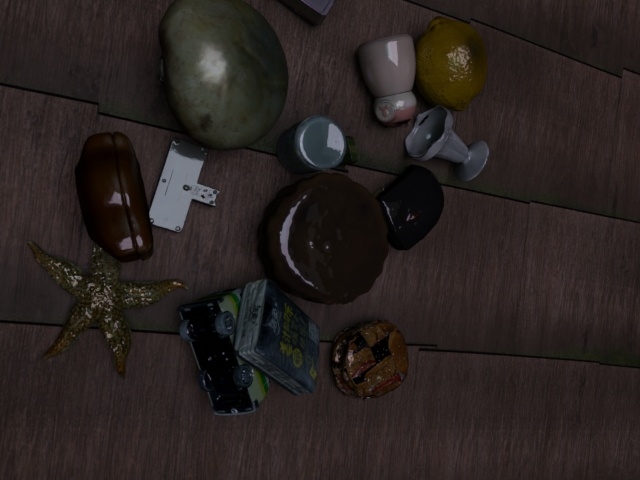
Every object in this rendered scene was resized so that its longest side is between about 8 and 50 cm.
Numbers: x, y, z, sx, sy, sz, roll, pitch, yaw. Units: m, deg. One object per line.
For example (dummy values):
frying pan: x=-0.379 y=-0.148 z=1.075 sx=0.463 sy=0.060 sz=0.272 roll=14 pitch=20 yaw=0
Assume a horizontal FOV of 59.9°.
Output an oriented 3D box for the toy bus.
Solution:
toy bus: x=-0.211 y=0.254 z=1.315 sx=0.165 sy=0.134 sz=0.276 roll=-33 pitch=109 yaw=-61

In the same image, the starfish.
starfish: x=-0.510 y=0.127 z=1.246 sx=0.358 sy=0.078 sz=0.347 roll=32 pitch=82 yaw=-20

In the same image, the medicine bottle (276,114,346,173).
medicine bottle: x=-0.027 y=-0.232 z=1.381 sx=0.135 sy=0.168 sz=0.135 roll=0 pitch=90 yaw=-22

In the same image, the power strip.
power strip: x=-0.314 y=-0.122 z=1.323 sx=0.145 sy=0.061 sz=0.215 roll=18 pitch=85 yaw=-21

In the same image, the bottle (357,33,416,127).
bottle: x=0.189 y=-0.417 z=1.485 sx=0.148 sy=0.147 sz=0.236 roll=-17 pitch=105 yaw=-21

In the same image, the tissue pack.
tissue pack: x=-0.092 y=0.233 z=1.320 sx=0.257 sy=0.081 sz=0.185 roll=49 pitch=35 yaw=-43

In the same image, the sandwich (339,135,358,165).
sandwich: x=0.083 y=-0.239 z=1.454 sx=0.074 sy=0.116 sz=0.074 roll=-13 pitch=97 yaw=-21

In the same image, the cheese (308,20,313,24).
cheese: x=-0.023 y=-0.623 z=1.455 sx=0.047 sy=0.017 sz=0.111 roll=-14 pitch=97 yaw=-18

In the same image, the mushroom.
mushroom: x=-0.224 y=-0.371 z=1.242 sx=0.352 sy=0.260 sz=0.352 roll=17 pitch=71 yaw=-62

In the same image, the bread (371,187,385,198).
bread: x=0.179 y=-0.090 z=1.533 sx=0.106 sy=0.053 sz=0.072 roll=34 pitch=55 yaw=-22

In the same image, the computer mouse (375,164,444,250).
computer mouse: x=0.258 y=-0.100 z=1.499 sx=0.269 sy=0.100 sz=0.170 roll=-43 pitch=109 yaw=-37

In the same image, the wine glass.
wine glass: x=0.355 y=-0.263 z=1.553 sx=0.197 sy=0.165 sz=0.164 roll=25 pitch=82 yaw=-29

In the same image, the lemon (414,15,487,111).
lemon: x=0.350 y=-0.479 z=1.513 sx=0.204 sy=0.204 sz=0.260 roll=-20 pitch=98 yaw=-21

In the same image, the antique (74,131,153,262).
antique: x=-0.437 y=-0.088 z=1.182 sx=0.129 sy=0.223 sz=0.278 roll=-12 pitch=85 yaw=-16

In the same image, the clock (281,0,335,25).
clock: x=-0.043 y=-0.658 z=1.401 sx=0.192 sy=0.071 sz=0.147 roll=31 pitch=79 yaw=-9

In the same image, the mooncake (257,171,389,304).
mooncake: x=0.000 y=-0.001 z=1.389 sx=0.324 sy=0.187 sz=0.323 roll=0 pitch=90 yaw=-24

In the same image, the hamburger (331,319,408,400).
hamburger: x=0.138 y=0.325 z=1.499 sx=0.231 sy=0.107 sz=0.230 roll=3 pitch=84 yaw=-27
